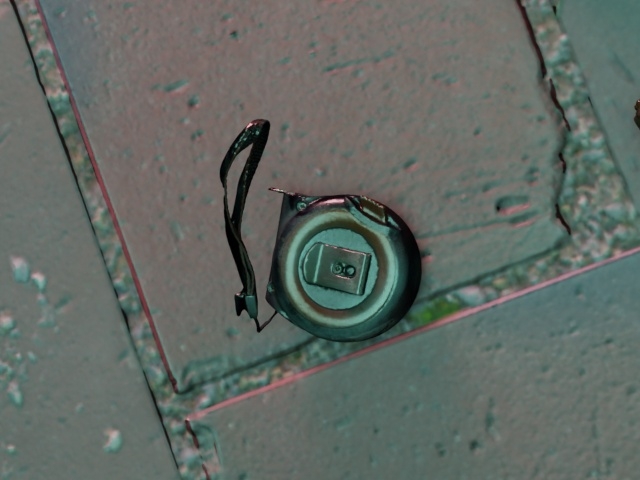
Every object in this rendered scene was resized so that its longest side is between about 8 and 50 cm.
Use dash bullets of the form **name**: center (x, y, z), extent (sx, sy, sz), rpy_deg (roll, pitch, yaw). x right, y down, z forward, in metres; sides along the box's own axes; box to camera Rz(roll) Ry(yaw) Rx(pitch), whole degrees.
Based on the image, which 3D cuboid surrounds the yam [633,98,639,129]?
- **yam**: center (0.268, -0.034, 0.804), extent (0.078, 0.078, 0.179), rpy_deg (-42, 79, 11)

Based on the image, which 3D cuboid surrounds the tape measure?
- **tape measure**: center (-0.001, 0.004, 0.831), extent (0.107, 0.180, 0.104), rpy_deg (9, 76, 16)
